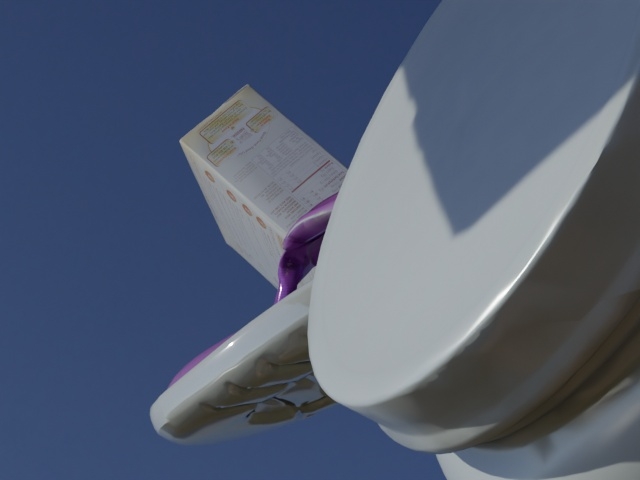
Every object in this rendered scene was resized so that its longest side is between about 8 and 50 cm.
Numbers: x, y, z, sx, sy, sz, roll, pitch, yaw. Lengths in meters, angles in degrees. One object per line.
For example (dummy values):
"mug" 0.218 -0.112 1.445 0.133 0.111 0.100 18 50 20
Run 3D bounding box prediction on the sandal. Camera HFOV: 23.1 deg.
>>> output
"sandal" 0.078 -0.025 0.780 0.416 0.102 0.169 -34 -23 23

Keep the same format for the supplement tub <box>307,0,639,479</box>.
"supplement tub" 0.178 0.032 0.530 0.316 0.228 0.228 27 -47 -17

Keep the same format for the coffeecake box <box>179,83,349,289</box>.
"coffeecake box" 0.000 0.000 1.084 0.068 0.185 0.142 -41 -30 -13
